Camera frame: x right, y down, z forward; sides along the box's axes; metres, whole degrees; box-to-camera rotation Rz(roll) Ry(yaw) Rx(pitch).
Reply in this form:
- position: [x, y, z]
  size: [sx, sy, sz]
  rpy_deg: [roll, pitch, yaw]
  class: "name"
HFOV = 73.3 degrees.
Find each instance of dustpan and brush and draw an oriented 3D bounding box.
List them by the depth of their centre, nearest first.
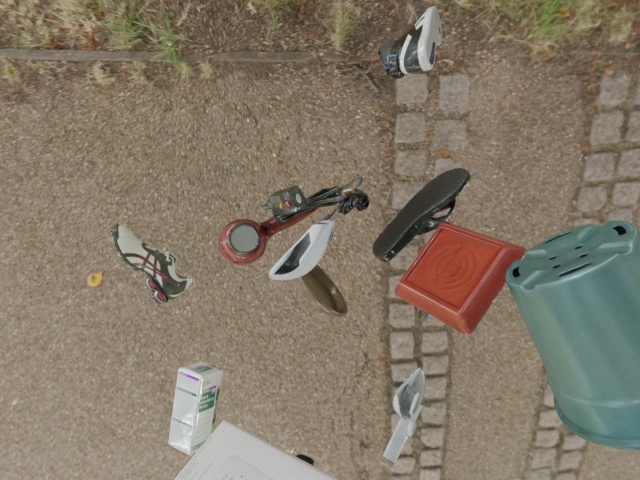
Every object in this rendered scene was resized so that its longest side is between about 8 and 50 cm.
- position: [0.271, 0.510, 1.302]
  size: [0.147, 0.060, 0.211]
  rpy_deg: [-25, 131, -42]
  class: "dustpan and brush"

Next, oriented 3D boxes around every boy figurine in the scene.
- position: [-0.129, 0.903, 1.671]
  size: [0.092, 0.177, 0.285]
  rpy_deg: [23, 143, -15]
  class: "boy figurine"

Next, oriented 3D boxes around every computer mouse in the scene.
- position: [0.000, 0.000, 0.646]
  size: [0.042, 0.106, 0.193]
  rpy_deg: [45, 102, 6]
  class: "computer mouse"

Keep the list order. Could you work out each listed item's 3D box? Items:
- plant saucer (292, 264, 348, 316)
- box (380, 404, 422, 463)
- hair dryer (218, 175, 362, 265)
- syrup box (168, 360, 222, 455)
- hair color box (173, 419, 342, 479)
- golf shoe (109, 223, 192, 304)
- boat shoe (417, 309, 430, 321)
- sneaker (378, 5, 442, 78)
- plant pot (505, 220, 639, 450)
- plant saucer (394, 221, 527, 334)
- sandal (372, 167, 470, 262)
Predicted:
- position: [-0.012, 0.154, 1.458]
  size: [0.041, 0.278, 0.278]
  rpy_deg: [-43, 116, 13]
  class: "plant saucer"
- position: [0.316, 0.777, 1.710]
  size: [0.232, 0.058, 0.322]
  rpy_deg: [-54, 157, -24]
  class: "box"
- position: [-0.073, -0.018, 0.753]
  size: [0.293, 0.224, 0.080]
  rpy_deg: [-24, 85, 36]
  class: "hair dryer"
- position: [-0.374, 0.497, 1.289]
  size: [0.096, 0.093, 0.236]
  rpy_deg: [10, 92, 27]
  class: "syrup box"
- position: [-0.015, 0.252, 0.257]
  size: [0.185, 0.339, 0.110]
  rpy_deg: [-47, 112, -32]
  class: "hair color box"
- position: [-0.492, 0.052, 1.252]
  size: [0.120, 0.105, 0.273]
  rpy_deg: [-33, 109, -1]
  class: "golf shoe"
- position: [0.401, 0.238, 1.686]
  size: [0.066, 0.066, 0.183]
  rpy_deg: [3, 111, -15]
  class: "boat shoe"
- position: [0.189, -0.429, 0.929]
  size: [0.121, 0.217, 0.079]
  rpy_deg: [-4, 134, 30]
  class: "sneaker"
- position: [0.571, 0.162, 0.870]
  size: [0.341, 0.341, 0.334]
  rpy_deg: [-31, 94, 2]
  class: "plant pot"
- position: [0.339, 0.073, 1.100]
  size: [0.258, 0.259, 0.048]
  rpy_deg: [-53, 128, -7]
  class: "plant saucer"
- position: [0.375, -0.085, 1.571]
  size: [0.107, 0.167, 0.446]
  rpy_deg: [34, 114, -24]
  class: "sandal"
